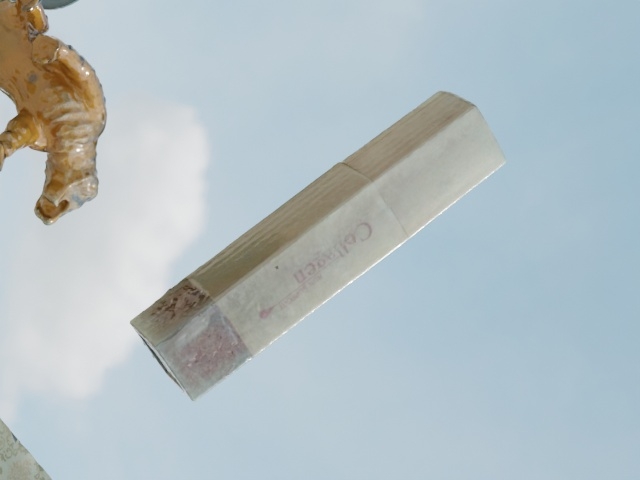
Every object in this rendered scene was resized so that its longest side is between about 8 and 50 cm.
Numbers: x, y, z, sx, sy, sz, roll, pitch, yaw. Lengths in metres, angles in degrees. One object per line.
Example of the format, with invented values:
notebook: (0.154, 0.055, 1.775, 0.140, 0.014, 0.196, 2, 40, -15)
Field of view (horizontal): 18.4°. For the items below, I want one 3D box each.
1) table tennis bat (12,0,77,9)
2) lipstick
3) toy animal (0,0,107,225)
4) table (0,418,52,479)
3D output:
table tennis bat: (-0.331, -0.304, 2.057, 0.044, 0.215, 0.329, -62, 177, -32)
lipstick: (0.000, 0.000, 1.824, 0.371, 0.076, 0.080, -37, -154, -9)
toy animal: (-0.236, -0.143, 1.418, 0.114, 0.116, 0.255, -39, -107, 5)
table: (-0.475, 0.353, 2.064, 0.272, 0.222, 0.335, -12, -147, 39)
